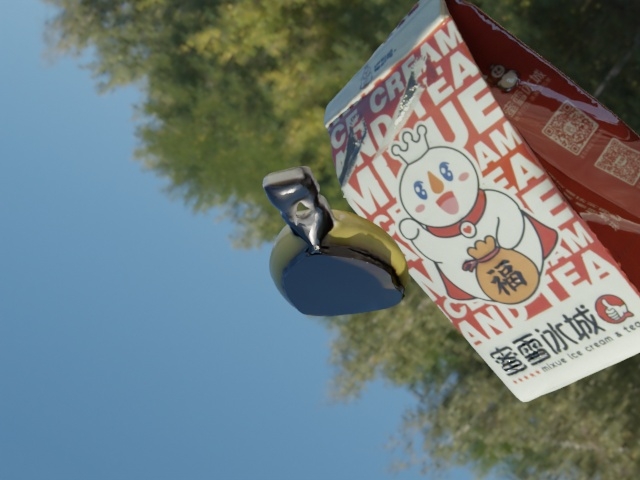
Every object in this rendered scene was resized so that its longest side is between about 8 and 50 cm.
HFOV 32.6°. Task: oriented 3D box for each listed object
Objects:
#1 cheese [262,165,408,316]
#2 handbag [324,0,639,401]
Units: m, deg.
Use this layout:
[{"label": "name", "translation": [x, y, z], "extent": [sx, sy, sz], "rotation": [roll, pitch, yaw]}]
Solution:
[{"label": "cheese", "translation": [0.000, 0.001, 0.663], "extent": [0.162, 0.086, 0.036], "rotation": [58, -154, -61]}, {"label": "handbag", "translation": [0.146, -0.045, 0.840], "extent": [0.298, 0.171, 0.151], "rotation": [50, -134, -3]}]
